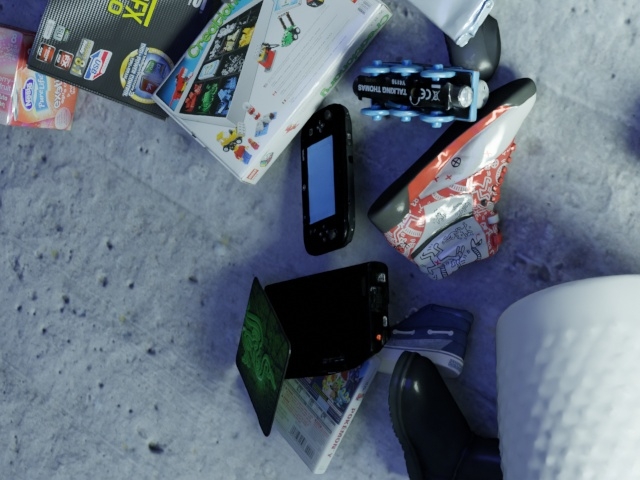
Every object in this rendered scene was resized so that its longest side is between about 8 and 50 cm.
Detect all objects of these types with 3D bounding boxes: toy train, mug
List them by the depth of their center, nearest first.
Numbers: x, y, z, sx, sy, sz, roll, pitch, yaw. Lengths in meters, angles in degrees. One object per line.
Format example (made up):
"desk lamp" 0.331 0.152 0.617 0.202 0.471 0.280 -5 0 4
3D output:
"mug" 0.372 0.251 1.124 0.276 0.374 0.328 -39 43 53
"toy train" 0.128 -0.190 1.320 0.184 0.105 0.080 12 108 42

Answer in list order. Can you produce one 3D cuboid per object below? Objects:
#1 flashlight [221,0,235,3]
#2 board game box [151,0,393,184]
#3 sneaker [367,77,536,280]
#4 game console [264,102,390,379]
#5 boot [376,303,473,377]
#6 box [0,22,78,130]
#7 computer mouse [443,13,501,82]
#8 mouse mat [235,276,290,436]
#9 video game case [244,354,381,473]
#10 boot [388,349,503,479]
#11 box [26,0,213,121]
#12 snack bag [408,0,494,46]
"flashlight" -0.113 -0.480 1.413 0.103 0.103 0.304 17 80 -18
"board game box" -0.071 -0.254 1.435 0.193 0.053 0.305 43 100 18
"sneaker" 0.201 -0.071 1.328 0.270 0.090 0.145 -43 103 1
"game console" 0.000 0.000 1.400 0.213 0.044 0.361 -15 71 46
"boot" 0.117 0.130 1.394 0.190 0.069 0.086 3 62 38
"box" -0.540 -0.276 1.637 0.300 0.154 0.142 17 100 25
"computer mouse" 0.179 -0.317 1.343 0.071 0.041 0.242 -15 86 27
"mouse mat" -0.082 0.157 1.435 0.190 0.007 0.153 -121 40 -57
"video game case" -0.016 0.186 1.431 0.201 0.023 0.183 42 112 46
"boot" 0.204 0.245 1.295 0.207 0.094 0.246 4 127 26
"box" -0.273 -0.336 1.492 0.216 0.060 0.270 21 104 -13
"snack bag" 0.166 -0.468 1.327 0.342 0.037 0.323 44 107 23
